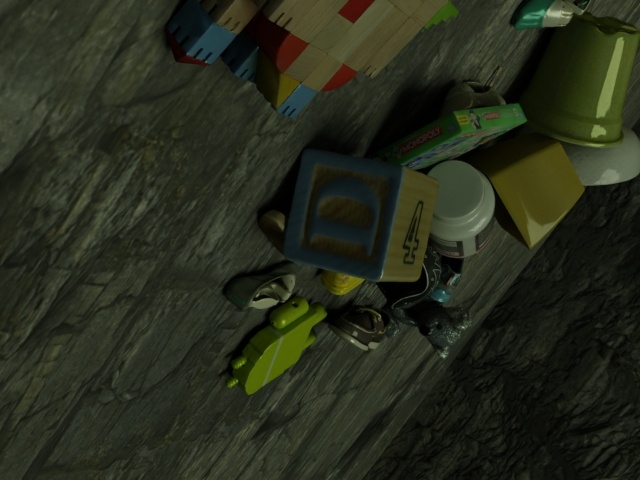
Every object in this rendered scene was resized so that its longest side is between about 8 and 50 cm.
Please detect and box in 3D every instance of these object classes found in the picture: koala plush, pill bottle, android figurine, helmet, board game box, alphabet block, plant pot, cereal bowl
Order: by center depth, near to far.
[{"bbox_3d":[0.073,-0.039,1.370,0.197,0.192,0.194,6,98,-66],"label":"alphabet block"},{"bbox_3d":[0.253,-0.199,1.581,0.213,0.046,0.317,-27,174,36],"label":"board game box"},{"bbox_3d":[-0.098,0.232,1.722,0.272,0.056,0.248,-29,151,-42],"label":"android figurine"},{"bbox_3d":[0.308,-0.073,1.818,0.176,0.176,0.318,-49,163,-2],"label":"pill bottle"},{"bbox_3d":[0.616,-0.391,1.864,0.276,0.276,0.254,-24,135,-47],"label":"plant pot"},{"bbox_3d":[0.490,-0.138,1.886,0.187,0.212,0.212,-32,-162,3],"label":"plant pot"},{"bbox_3d":[0.209,0.072,1.912,0.161,0.169,0.169,-33,158,3],"label":"helmet"},{"bbox_3d":[0.669,-0.259,2.086,0.339,0.338,0.141,-27,123,-44],"label":"cereal bowl"},{"bbox_3d":[0.309,0.212,2.243,0.203,0.221,0.196,-20,143,-51],"label":"koala plush"}]

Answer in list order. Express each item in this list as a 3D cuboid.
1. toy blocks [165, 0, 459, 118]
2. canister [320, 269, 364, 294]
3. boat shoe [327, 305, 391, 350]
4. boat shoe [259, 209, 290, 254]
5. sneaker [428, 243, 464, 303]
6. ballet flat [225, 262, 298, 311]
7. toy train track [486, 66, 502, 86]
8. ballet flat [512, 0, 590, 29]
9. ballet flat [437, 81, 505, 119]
[{"bbox_3d":[-0.010,-0.271,0.975,0.261,0.191,0.381,-45,160,18],"label":"toy blocks"},{"bbox_3d":[0.068,0.019,1.678,0.126,0.073,0.170,-34,152,-35],"label":"canister"},{"bbox_3d":[0.107,0.211,2.010,0.097,0.116,0.324,-56,162,3],"label":"boat shoe"},{"bbox_3d":[-0.060,-0.021,1.398,0.059,0.063,0.170,-58,161,-14],"label":"boat shoe"},{"bbox_3d":[0.330,0.043,2.042,0.125,0.104,0.262,-56,-165,35],"label":"sneaker"},{"bbox_3d":[-0.093,0.093,1.494,0.213,0.068,0.072,-13,138,-56],"label":"ballet flat"},{"bbox_3d":[0.373,-0.346,1.756,0.048,0.014,0.083,9,113,-57],"label":"toy train track"},{"bbox_3d":[0.505,-0.497,1.667,0.247,0.087,0.083,-38,155,-28],"label":"ballet flat"},{"bbox_3d":[0.300,-0.285,1.633,0.248,0.086,0.086,-17,141,-54],"label":"ballet flat"}]
